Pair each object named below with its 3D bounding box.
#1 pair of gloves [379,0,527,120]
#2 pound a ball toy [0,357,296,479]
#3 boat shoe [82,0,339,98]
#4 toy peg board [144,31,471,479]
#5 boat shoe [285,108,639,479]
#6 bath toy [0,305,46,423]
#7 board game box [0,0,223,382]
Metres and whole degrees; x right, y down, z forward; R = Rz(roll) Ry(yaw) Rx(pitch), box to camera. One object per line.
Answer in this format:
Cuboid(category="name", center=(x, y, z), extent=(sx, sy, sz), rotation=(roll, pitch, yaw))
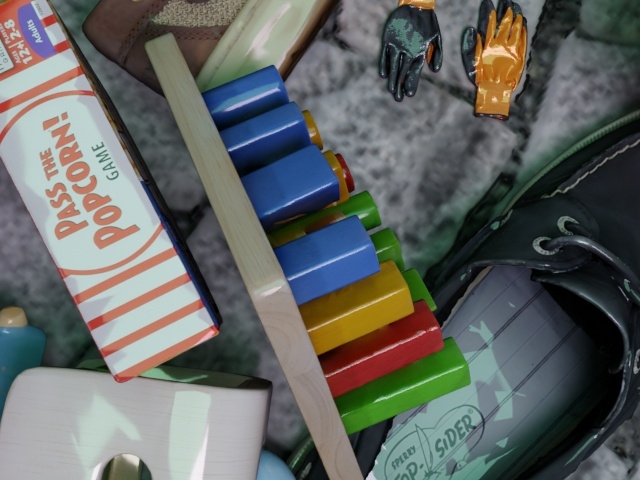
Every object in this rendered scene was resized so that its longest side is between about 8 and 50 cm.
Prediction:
Cuboid(category="pair of gloves", center=(0.076, -0.110, 0.576), extent=(0.083, 0.010, 0.074), rotation=(11, 86, -4))
Cuboid(category="pound a ball toy", center=(-0.088, 0.218, 0.439), extent=(0.136, 0.208, 0.319), rotation=(7, 85, 0))
Cuboid(category="boat shoe", center=(-0.003, -0.222, 0.525), extent=(0.123, 0.123, 0.342), rotation=(32, 90, -4))
Cuboid(category="toy peg board", center=(0.000, 0.000, 0.455), extent=(0.079, 0.160, 0.161), rotation=(-23, 49, -5))
Cuboid(category="boat shoe", center=(0.114, 0.050, 0.517), extent=(0.340, 0.113, 0.127), rotation=(-39, 90, -6))
Cuboid(category="bath toy", center=(-0.315, 0.039, 0.481), extent=(0.348, 0.151, 0.129), rotation=(29, 128, -4))
Cuboid(category="board game box", center=(-0.096, -0.015, 0.463), extent=(0.045, 0.193, 0.146), rotation=(-27, 88, -6))
